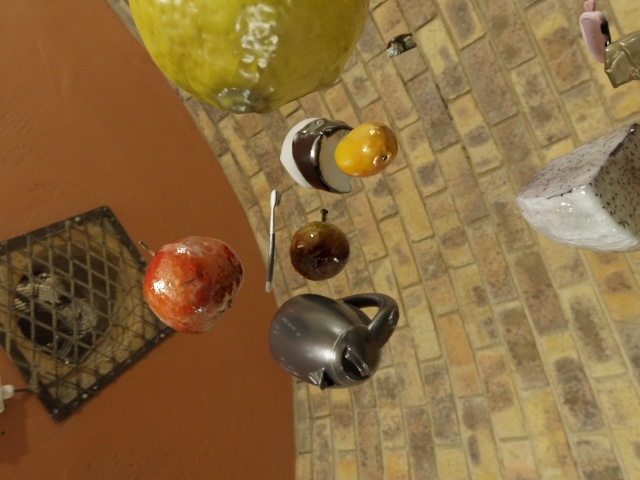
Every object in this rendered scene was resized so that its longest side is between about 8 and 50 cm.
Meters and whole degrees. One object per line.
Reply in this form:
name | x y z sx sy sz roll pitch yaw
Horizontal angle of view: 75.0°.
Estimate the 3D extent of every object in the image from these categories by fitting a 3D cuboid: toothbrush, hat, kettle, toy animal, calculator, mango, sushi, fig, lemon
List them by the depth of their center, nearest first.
lemon | -0.101 -0.357 0.592 0.349 0.349 0.388 20 -106 -50
hat | 0.669 -0.378 0.810 0.147 0.175 0.085 -40 -64 -19
kettle | 0.045 0.212 0.953 0.268 0.290 0.207 -43 -75 -22
calculator | 0.703 -0.531 1.066 0.166 0.024 0.103 56 -163 -22
sushi | 0.206 -0.507 1.079 0.083 0.044 0.046 -30 -73 -16
mango | 0.113 -0.238 1.116 0.112 0.219 0.145 19 -99 -32
toothbrush | -0.135 0.003 1.175 0.026 0.024 0.288 4 -89 -51
fig | 0.019 -0.014 1.277 0.191 0.190 0.290 50 -133 -25
toy animal | -0.005 -0.297 1.386 0.250 0.310 0.251 -12 -68 -30

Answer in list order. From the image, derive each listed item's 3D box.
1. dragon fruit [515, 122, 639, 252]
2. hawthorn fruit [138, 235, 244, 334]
dragon fruit | 0.572 -0.075 0.873 0.283 0.221 0.204 -39 -83 -28
hawthorn fruit | -0.329 0.086 1.005 0.271 0.242 0.242 33 -142 -5
